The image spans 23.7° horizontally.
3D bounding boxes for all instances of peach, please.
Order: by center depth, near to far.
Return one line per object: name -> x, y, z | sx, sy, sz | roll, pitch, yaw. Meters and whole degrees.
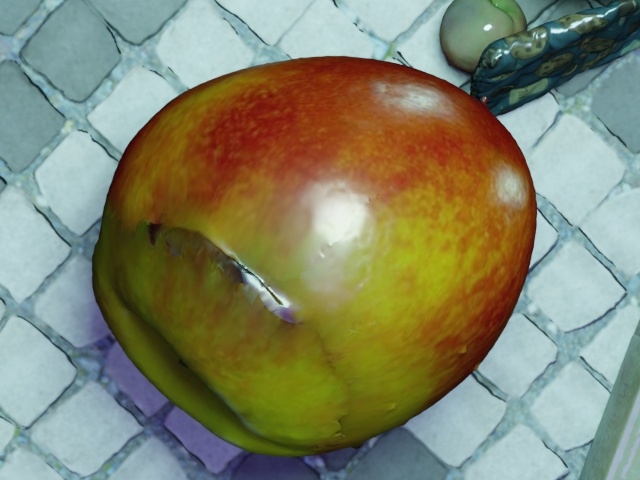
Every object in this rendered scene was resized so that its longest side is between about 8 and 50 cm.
peach -> 0.000, 0.000, 1.291 | 0.370, 0.370, 0.370 | -1, 95, -7
peach -> 0.149, -0.192, 1.413 | 0.083, 0.083, 0.083 | -1, 95, -7

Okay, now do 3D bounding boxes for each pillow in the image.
pillow -> 0.250, -0.185, 1.373 | 0.255, 0.189, 0.034 | -25, 81, -4

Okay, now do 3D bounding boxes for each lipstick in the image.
lipstick -> 0.322, 0.166, 1.465 | 0.079, 0.076, 0.372 | 21, 92, -7
